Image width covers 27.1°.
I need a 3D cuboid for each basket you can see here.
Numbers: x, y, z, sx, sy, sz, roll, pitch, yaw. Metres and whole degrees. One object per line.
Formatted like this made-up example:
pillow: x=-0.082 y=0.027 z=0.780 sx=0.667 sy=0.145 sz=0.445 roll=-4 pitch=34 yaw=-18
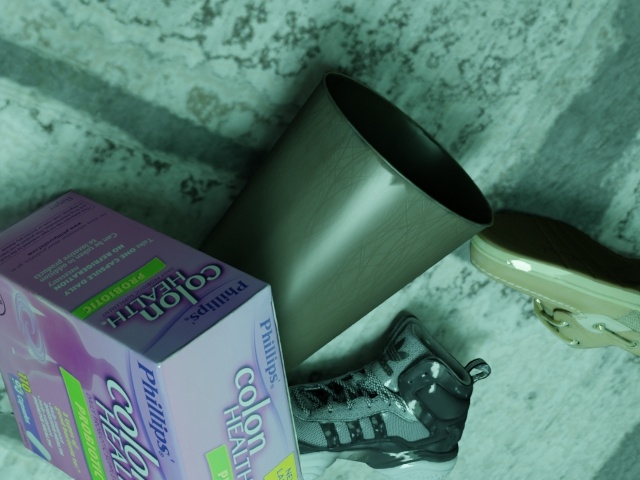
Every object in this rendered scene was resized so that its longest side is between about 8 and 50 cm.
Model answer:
basket: x=0.000 y=0.000 z=1.118 sx=0.204 sy=0.154 sz=0.227 roll=28 pitch=115 yaw=-39

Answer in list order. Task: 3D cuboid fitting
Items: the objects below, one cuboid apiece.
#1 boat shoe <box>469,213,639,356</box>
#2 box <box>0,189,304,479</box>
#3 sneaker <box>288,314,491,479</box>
boat shoe: x=0.255 y=0.059 z=1.249 sx=0.302 sy=0.109 sz=0.098 roll=17 pitch=115 yaw=-30
box: x=-0.149 y=0.107 z=1.073 sx=0.117 sy=0.243 sz=0.213 roll=-36 pitch=134 yaw=-35
sneaker: x=0.034 y=0.141 z=1.247 sx=0.269 sy=0.101 sz=0.153 roll=11 pitch=118 yaw=-28
